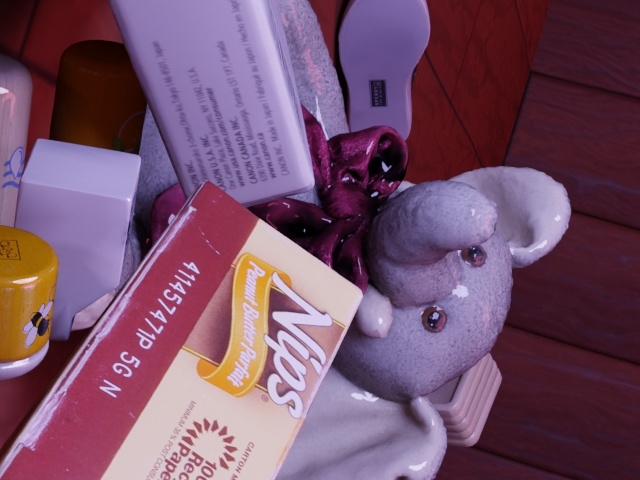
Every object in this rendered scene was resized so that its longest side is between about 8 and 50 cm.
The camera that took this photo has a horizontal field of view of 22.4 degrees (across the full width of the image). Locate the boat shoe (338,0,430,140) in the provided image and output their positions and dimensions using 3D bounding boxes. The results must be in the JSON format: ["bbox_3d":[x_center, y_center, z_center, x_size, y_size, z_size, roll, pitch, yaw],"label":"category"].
[{"bbox_3d":[0.059,-0.176,1.455,0.228,0.080,0.076,84,7,-57],"label":"boat shoe"}]

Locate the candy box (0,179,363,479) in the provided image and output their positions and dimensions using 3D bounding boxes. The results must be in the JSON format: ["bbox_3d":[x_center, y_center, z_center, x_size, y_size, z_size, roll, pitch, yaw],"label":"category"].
[{"bbox_3d":[-0.118,0.141,0.665,0.316,0.087,0.183,-50,-174,39],"label":"candy box"}]

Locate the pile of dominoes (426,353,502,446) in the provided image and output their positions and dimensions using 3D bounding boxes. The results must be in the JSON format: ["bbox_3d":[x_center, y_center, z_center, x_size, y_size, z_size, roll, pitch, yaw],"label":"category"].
[{"bbox_3d":[-0.014,0.096,1.027,0.040,0.251,0.196,61,43,-39],"label":"pile of dominoes"}]

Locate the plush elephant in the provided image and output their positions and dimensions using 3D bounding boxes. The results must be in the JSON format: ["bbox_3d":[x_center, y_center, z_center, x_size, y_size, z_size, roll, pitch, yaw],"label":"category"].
[{"bbox_3d":[0.000,0.000,0.910,0.330,0.255,0.272,83,25,-65],"label":"plush elephant"}]

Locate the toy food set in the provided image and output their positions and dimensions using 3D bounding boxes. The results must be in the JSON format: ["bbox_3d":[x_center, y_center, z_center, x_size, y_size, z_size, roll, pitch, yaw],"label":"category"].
[{"bbox_3d":[-0.129,0.004,0.616,0.232,0.111,0.104,-92,-168,-64],"label":"toy food set"}]

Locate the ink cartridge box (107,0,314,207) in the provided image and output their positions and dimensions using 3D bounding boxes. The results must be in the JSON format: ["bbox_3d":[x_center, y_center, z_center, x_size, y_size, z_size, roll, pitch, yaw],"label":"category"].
[{"bbox_3d":[-0.068,-0.185,0.656,0.275,0.060,0.239,74,3,-51],"label":"ink cartridge box"}]
